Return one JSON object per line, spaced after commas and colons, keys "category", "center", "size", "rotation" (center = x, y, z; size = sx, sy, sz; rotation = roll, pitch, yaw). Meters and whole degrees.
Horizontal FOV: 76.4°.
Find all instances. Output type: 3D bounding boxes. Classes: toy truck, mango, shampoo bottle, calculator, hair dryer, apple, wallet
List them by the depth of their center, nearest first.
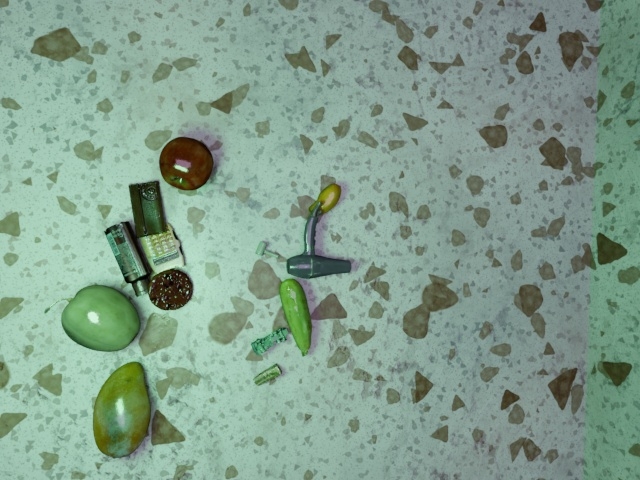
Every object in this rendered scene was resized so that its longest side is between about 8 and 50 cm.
{"category": "mango", "center": [-0.824, 0.706, 1.702], "size": [0.222, 0.199, 0.383], "rotation": [5, 75, -2]}
{"category": "shampoo bottle", "center": [-0.824, 0.085, 1.769], "size": [0.129, 0.084, 0.322], "rotation": [-23, 92, 16]}
{"category": "apple", "center": [-0.579, -0.337, 1.770], "size": [0.230, 0.230, 0.229], "rotation": [0, 88, -9]}
{"category": "wallet", "center": [-0.769, -0.140, 1.802], "size": [0.133, 0.039, 0.243], "rotation": [-10, 82, -5]}
{"category": "calculator", "center": [-0.709, 0.031, 1.822], "size": [0.157, 0.033, 0.236], "rotation": [-21, 89, -8]}
{"category": "toy truck", "center": [-0.235, 0.458, 1.873], "size": [0.175, 0.081, 0.067], "rotation": [-26, 93, -28]}
{"category": "hair dryer", "center": [0.000, 0.000, 1.885], "size": [0.301, 0.121, 0.360], "rotation": [1, 96, -17]}
{"category": "hair dryer", "center": [-0.236, 0.054, 1.899], "size": [0.124, 0.038, 0.063], "rotation": [23, 84, -14]}
{"category": "mango", "center": [0.029, -0.192, 1.928], "size": [0.098, 0.075, 0.190], "rotation": [42, 89, 16]}

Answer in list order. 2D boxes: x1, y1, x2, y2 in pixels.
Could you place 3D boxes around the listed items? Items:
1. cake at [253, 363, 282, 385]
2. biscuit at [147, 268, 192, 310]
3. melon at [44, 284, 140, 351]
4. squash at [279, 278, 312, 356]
{"category": "cake", "center": [-0.243, 0.621, 1.881], "size": [0.140, 0.055, 0.051], "rotation": [-29, 94, 8]}
{"category": "biscuit", "center": [-0.660, 0.217, 1.789], "size": [0.192, 0.049, 0.191], "rotation": [-1, 92, -38]}
{"category": "melon", "center": [-0.900, 0.321, 1.671], "size": [0.272, 0.272, 0.307], "rotation": [-30, 110, -9]}
{"category": "squash", "center": [-0.100, 0.353, 1.868], "size": [0.119, 0.118, 0.370], "rotation": [-15, 92, -10]}
